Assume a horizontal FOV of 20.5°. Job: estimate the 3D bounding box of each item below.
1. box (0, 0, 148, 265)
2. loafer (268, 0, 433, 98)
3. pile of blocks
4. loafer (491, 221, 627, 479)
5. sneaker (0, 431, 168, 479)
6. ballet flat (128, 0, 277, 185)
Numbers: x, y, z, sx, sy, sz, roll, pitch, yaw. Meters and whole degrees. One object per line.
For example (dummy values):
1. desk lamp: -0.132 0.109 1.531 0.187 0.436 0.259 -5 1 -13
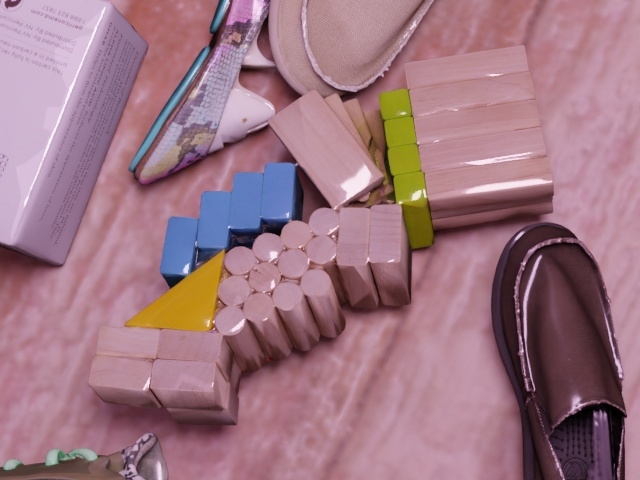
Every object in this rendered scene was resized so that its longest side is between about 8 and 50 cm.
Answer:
1. box: -0.243 -0.099 1.240 0.181 0.119 0.182 20 85 10
2. loafer: 0.057 -0.215 1.215 0.102 0.092 0.268 31 85 -30
3. pile of blocks: 0.000 0.000 1.208 0.362 0.112 0.149 -31 67 -5
4. loafer: 0.171 0.095 1.166 0.080 0.078 0.220 -10 91 -18
5. sneaker: -0.179 0.203 1.204 0.410 0.158 0.182 15 41 22
6. ballet flat: -0.056 -0.129 1.250 0.079 0.077 0.221 26 86 -10
